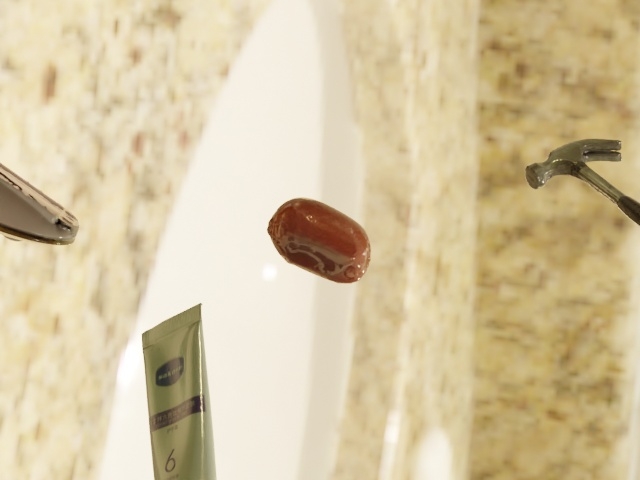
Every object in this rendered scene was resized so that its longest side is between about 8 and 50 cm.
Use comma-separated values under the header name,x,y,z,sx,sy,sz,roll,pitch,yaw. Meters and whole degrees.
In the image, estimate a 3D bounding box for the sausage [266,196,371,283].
name,x,y,z,sx,sy,sz,roll,pitch,yaw
sausage,0.000,0.000,1.421,0.059,0.094,0.054,-63,180,39

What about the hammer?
name,x,y,z,sx,sy,sz,roll,pitch,yaw
hammer,0.323,-0.033,1.698,0.103,0.246,0.029,-27,133,-21

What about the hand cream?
name,x,y,z,sx,sy,sz,roll,pitch,yaw
hand cream,-0.157,0.238,1.918,0.067,0.109,0.321,18,56,-42

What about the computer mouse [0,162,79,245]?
name,x,y,z,sx,sy,sz,roll,pitch,yaw
computer mouse,-0.397,-0.078,1.771,0.072,0.310,0.158,-55,-172,2
